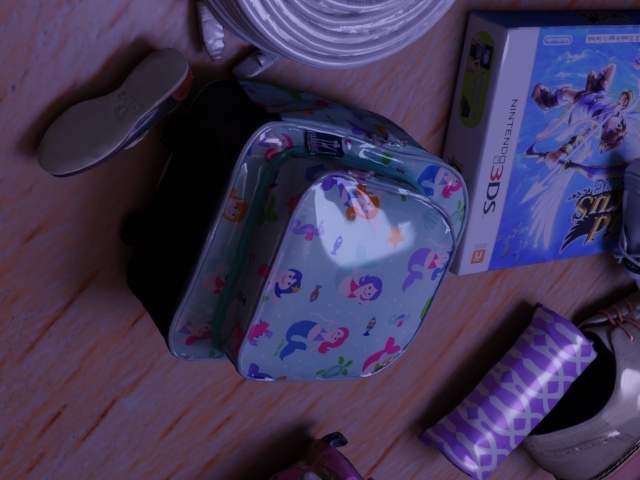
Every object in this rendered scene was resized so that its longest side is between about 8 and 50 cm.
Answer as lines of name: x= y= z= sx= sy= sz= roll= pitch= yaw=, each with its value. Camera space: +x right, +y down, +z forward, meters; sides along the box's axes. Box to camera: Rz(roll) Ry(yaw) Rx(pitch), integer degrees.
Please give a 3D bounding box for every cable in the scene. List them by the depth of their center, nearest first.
cable: x=0.015 y=-0.257 z=0.849 sx=0.257 sy=0.089 sz=0.257 roll=-28 pitch=127 yaw=-18

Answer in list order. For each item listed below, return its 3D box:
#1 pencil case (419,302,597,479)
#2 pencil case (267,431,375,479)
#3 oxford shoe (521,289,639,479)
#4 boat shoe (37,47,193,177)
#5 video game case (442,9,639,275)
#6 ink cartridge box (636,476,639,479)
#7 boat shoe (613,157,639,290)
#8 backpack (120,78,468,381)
pencil case: x=0.201 y=0.159 z=1.202 sx=0.206 sy=0.088 sz=0.086 roll=-47 pitch=138 yaw=-4
pencil case: x=-0.103 y=0.339 z=1.054 sx=0.386 sy=0.160 sz=0.167 roll=-30 pitch=119 yaw=-16
oxford shoe: x=0.379 y=0.112 z=1.266 sx=0.146 sy=0.140 sz=0.397 roll=38 pitch=89 yaw=-35
boat shoe: x=-0.153 y=-0.092 z=0.859 sx=0.137 sy=0.049 sz=0.043 roll=-41 pitch=170 yaw=-9
video game case: x=0.244 y=-0.099 z=1.108 sx=0.269 sy=0.061 sz=0.244 roll=-8 pitch=120 yaw=-31
ink cartridge box: x=0.430 y=0.238 z=1.414 sx=0.109 sy=0.063 sz=0.150 roll=-17 pitch=123 yaw=-26
boat shoe: x=0.342 y=0.010 z=1.143 sx=0.081 sy=0.079 sz=0.227 roll=-46 pitch=136 yaw=-8
backpack: x=0.000 y=0.000 z=0.925 sx=0.253 sy=0.191 sz=0.225 roll=6 pitch=115 yaw=-43
